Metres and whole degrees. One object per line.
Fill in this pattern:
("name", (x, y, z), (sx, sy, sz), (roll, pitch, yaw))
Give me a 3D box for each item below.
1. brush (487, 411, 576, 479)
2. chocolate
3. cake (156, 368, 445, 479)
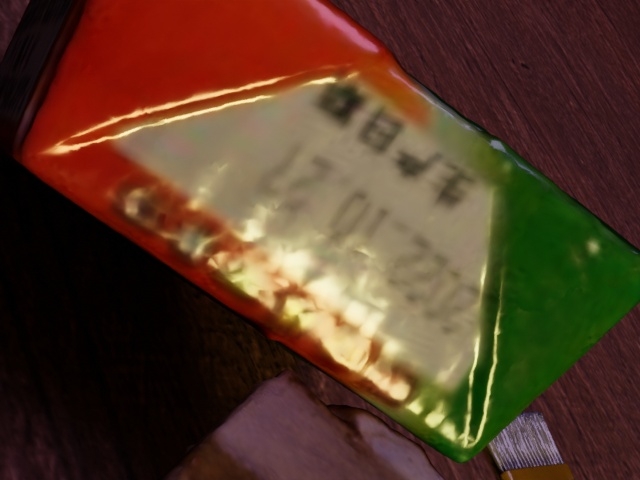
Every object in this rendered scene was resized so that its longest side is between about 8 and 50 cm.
("brush", (0.214, 0.260, 1.038), (0.103, 0.013, 0.272), (5, 51, -49))
("chocolate", (-0.038, -0.039, 0.783), (0.341, 0.161, 0.360), (36, -6, -19))
("cake", (-0.043, 0.198, 0.610), (0.196, 0.198, 0.293), (43, 25, 3))
